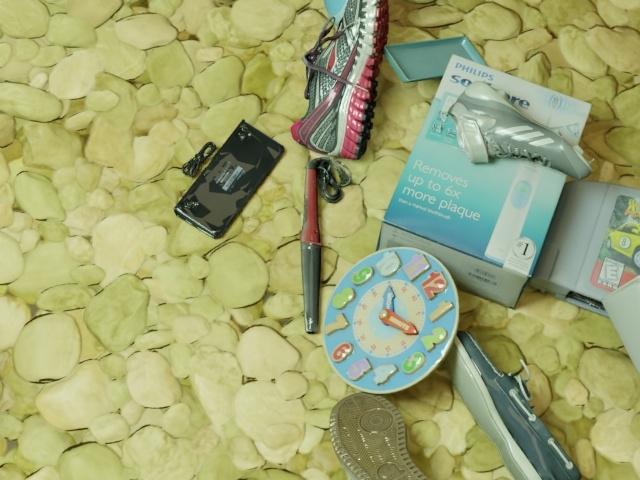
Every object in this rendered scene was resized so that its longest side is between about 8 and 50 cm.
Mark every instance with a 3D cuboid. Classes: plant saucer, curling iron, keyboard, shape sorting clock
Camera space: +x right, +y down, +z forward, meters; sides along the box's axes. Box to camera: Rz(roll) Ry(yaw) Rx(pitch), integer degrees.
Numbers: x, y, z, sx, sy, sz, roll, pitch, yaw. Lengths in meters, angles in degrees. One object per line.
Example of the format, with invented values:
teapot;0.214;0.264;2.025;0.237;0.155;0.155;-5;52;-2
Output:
plant saucer;0.171;-0.268;1.804;0.192;0.018;0.067;-15;65;-45
curling iron;0.000;0.000;1.710;0.068;0.035;0.274;7;65;0
keyboard;-0.142;-0.096;1.754;0.108;0.023;0.180;33;67;5
shape sorting clock;0.091;0.104;1.618;0.206;0.040;0.206;-13;60;24

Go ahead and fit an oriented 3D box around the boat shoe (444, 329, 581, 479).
boat shoe;0.250;0.221;1.591;0.079;0.095;0.254;-28;71;-13

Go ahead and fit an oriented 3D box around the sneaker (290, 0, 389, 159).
sneaker;0.032;-0.271;1.745;0.112;0.121;0.299;11;92;9

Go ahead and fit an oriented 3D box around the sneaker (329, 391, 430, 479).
sneaker;0.094;0.328;1.543;0.099;0.153;0.282;-21;38;-10

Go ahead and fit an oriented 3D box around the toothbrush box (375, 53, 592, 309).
toothbrush box;0.231;-0.085;1.714;0.216;0.126;0.295;22;65;7

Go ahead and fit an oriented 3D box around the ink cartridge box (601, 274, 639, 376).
ink cartridge box;0.585;0.173;1.558;0.279;0.160;0.384;-24;82;-13

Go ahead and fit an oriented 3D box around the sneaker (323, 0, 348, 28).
sneaker;-0.026;-0.473;1.824;0.208;0.127;0.319;5;70;-35

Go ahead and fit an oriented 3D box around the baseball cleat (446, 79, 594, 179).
baseball cleat;0.263;-0.126;1.638;0.206;0.072;0.109;39;82;17

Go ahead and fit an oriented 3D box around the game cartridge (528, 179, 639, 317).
game cartridge;0.462;0.028;1.717;0.294;0.060;0.196;20;62;6
